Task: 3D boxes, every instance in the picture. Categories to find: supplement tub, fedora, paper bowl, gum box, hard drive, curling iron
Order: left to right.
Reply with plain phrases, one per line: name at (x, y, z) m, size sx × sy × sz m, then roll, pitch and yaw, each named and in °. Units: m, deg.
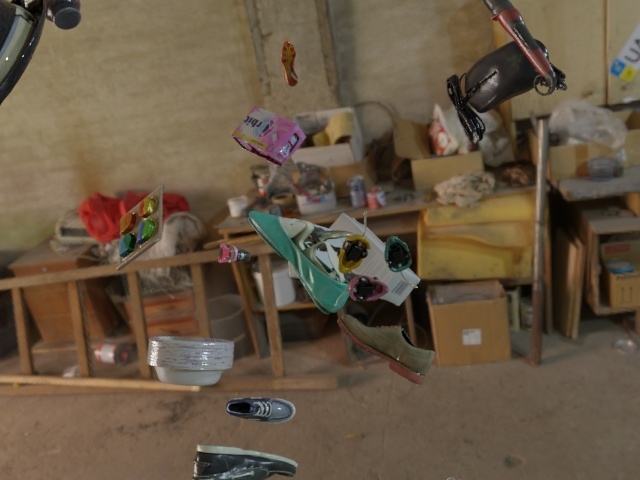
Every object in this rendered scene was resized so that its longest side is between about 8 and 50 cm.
fedora at (-0.626, -0.343, 1.007) m, size 0.333 × 0.152 × 0.334 m, roll -21°, pitch 53°, yaw 30°
supplement tub at (-0.693, -0.642, 1.508) m, size 0.106 × 0.106 × 0.198 m, roll -23°, pitch 69°, yaw -29°
paper bowl at (-0.436, 0.403, 1.948) m, size 0.283 × 0.148 × 0.284 m, roll 5°, pitch -7°, yaw 1°
gum box at (-0.136, -0.277, 1.550) m, size 0.188 × 0.062 × 0.107 m, roll 30°, pitch 79°, yaw 38°
hard drive at (-0.007, 0.047, 2.108) m, size 0.040 × 0.203 × 0.307 m, roll -12°, pitch -16°, yaw 35°
curling iron at (0.273, -0.324, 0.860) m, size 0.035 × 0.274 × 0.068 m, roll -33°, pitch -8°, yaw 4°

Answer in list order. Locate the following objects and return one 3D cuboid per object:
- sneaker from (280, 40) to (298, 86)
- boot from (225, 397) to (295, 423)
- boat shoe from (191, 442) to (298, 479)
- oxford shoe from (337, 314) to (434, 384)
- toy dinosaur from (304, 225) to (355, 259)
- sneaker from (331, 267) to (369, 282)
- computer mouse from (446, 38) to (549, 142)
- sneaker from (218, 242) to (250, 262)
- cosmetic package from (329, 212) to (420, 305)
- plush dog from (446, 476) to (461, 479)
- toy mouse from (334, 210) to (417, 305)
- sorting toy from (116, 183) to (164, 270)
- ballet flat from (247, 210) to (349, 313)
sneaker at (-0.128, -0.676, 2.221) m, size 0.064 × 0.175 × 0.067 m, roll -17°, pitch 40°, yaw -18°
boot at (-0.161, 0.459, 1.567) m, size 0.189 × 0.069 × 0.086 m, roll 2°, pitch -15°, yaw -4°
boat shoe at (-0.144, 0.444, 1.125) m, size 0.233 × 0.079 × 0.084 m, roll 24°, pitch -28°, yaw -38°
oxford shoe at (0.213, 0.321, 1.887) m, size 0.348 × 0.130 × 0.123 m, roll 31°, pitch 4°, yaw 25°
toy dinosaur at (0.000, 0.000, 1.419) m, size 0.267 × 0.064 × 0.118 m, roll 5°, pitch 26°, yaw -20°
sneaker at (0.065, 0.098, 1.649) m, size 0.157 × 0.065 × 0.061 m, roll 0°, pitch -12°, yaw 6°
computer mouse at (0.404, -0.367, 1.363) m, size 0.072 × 0.189 × 0.272 m, roll -11°, pitch -15°, yaw -39°
sneaker at (-0.198, 0.033, 1.340) m, size 0.057 × 0.047 × 0.119 m, roll 7°, pitch 2°, yaw -29°
cosmetic package at (0.206, 0.074, 2.408) m, size 0.385 × 0.156 × 0.217 m, roll 46°, pitch 11°, yaw 35°
plush dog at (0.294, 0.695, 1.314) m, size 0.225 × 0.262 × 0.211 m, roll -27°, pitch 23°, yaw 40°
toy mouse at (0.086, 0.041, 0.880) m, size 0.143 × 0.161 × 0.031 m, roll 20°, pitch 21°, yaw -22°
sorting toy at (-0.508, -0.040, 1.622) m, size 0.193 × 0.038 × 0.208 m, roll -32°, pitch 47°, yaw 30°
ballet flat at (-0.029, 0.017, 1.052) m, size 0.087 × 0.247 × 0.083 m, roll -44°, pitch -16°, yaw 12°
